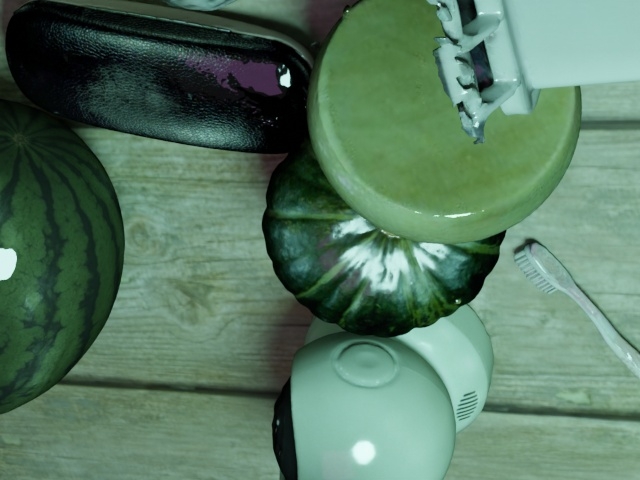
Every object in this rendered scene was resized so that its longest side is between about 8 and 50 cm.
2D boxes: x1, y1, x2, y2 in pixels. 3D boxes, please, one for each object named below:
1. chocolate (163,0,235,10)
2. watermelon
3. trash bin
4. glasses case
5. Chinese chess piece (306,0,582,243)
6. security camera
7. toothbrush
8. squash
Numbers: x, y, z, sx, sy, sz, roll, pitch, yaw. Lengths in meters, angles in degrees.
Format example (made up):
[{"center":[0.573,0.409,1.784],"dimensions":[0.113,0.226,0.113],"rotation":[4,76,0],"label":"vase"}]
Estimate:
[{"center":[-0.059,-0.270,1.615],"dimensions":[0.248,0.110,0.110],"rotation":[-27,111,33],"label":"chocolate"},{"center":[-0.337,0.028,1.861],"dimensions":[0.279,0.279,0.359],"rotation":[33,135,-1],"label":"watermelon"},{"center":[0.260,-0.228,1.351],"dimensions":[0.367,0.296,0.256],"rotation":[3,140,20],"label":"trash bin"},{"center":[-0.146,-0.153,1.765],"dimensions":[0.314,0.075,0.122],"rotation":[11,131,18],"label":"glasses case"},{"center":[0.102,-0.113,1.587],"dimensions":[0.237,0.238,0.092],"rotation":[25,170,6],"label":"Chinese chess piece"},{"center":[0.049,0.168,1.815],"dimensions":[0.194,0.236,0.195],"rotation":[13,132,15],"label":"security camera"},{"center":[0.291,0.113,1.798],"dimensions":[0.307,0.025,0.029],"rotation":[45,139,-11],"label":"toothbrush"},{"center":[0.057,-0.017,1.700],"dimensions":[0.218,0.218,0.172],"rotation":[27,169,5],"label":"squash"}]
